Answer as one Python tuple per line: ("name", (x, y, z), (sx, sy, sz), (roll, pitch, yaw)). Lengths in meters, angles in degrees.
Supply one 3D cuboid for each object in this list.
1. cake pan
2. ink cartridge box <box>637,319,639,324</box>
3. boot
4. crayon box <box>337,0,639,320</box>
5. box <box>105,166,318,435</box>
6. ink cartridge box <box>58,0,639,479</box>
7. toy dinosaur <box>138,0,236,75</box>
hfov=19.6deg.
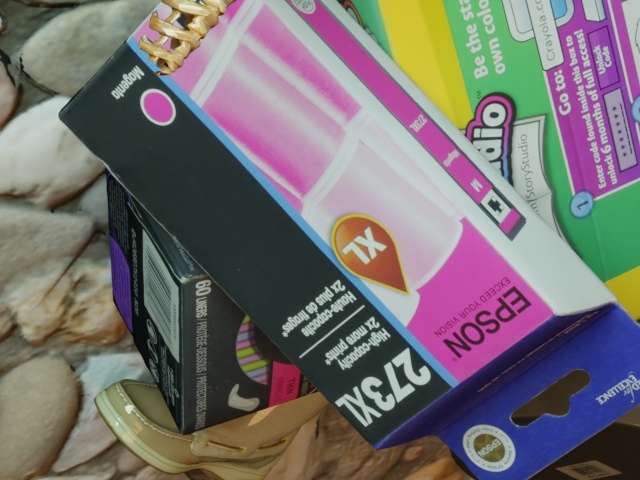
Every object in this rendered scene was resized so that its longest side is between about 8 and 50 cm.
("cake pan", (0.239, 0.175, 1.601), (0.293, 0.054, 0.293), (10, 155, 5))
("ink cartridge box", (0.338, 0.054, 1.613), (0.175, 0.127, 0.072), (-33, 144, 1))
("boot", (-0.061, 0.109, 1.437), (0.165, 0.077, 0.213), (-44, 146, 15))
("crayon box", (0.172, -0.133, 1.175), (0.313, 0.106, 0.363), (-24, 114, -16))
("box", (0.000, 0.000, 1.303), (0.270, 0.143, 0.165), (-17, 139, -19))
("ink cartridge box", (0.026, 0.000, 1.106), (0.176, 0.371, 0.069), (-41, -174, 39))
("toy dinosaur", (-0.039, -0.244, 0.933), (0.322, 0.218, 0.164), (-60, 139, -36))
